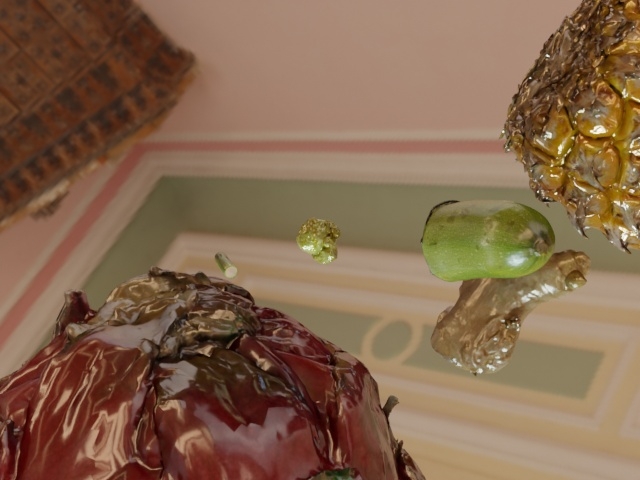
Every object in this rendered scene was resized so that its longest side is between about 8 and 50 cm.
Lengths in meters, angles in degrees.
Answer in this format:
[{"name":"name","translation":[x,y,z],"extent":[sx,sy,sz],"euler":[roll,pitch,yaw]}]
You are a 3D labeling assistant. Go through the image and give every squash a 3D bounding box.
[{"name":"squash","translation":[-0.184,0.044,2.111],"extent":[0.027,0.027,0.083],"euler":[-44,-148,-3]},{"name":"squash","translation":[0.191,-0.002,1.194],"extent":[0.095,0.095,0.188],"euler":[-53,-162,-16]}]

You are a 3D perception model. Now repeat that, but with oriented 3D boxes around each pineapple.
[{"name":"pineapple","translation":[0.401,-0.149,1.357],"extent":[0.352,0.300,0.352],"euler":[-58,-173,11]}]

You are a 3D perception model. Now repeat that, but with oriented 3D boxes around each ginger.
[{"name":"ginger","translation":[0.222,0.064,1.326],"extent":[0.213,0.074,0.137],"euler":[-50,-137,22]}]

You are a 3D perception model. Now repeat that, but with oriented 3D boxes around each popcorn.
[{"name":"popcorn","translation":[-0.002,0.002,1.745],"extent":[0.068,0.059,0.083],"euler":[-26,-107,-19]}]

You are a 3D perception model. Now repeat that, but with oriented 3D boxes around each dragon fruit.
[{"name":"dragon fruit","translation":[-0.083,0.188,0.693],"extent":[0.329,0.329,0.329],"euler":[-26,-143,22]}]
